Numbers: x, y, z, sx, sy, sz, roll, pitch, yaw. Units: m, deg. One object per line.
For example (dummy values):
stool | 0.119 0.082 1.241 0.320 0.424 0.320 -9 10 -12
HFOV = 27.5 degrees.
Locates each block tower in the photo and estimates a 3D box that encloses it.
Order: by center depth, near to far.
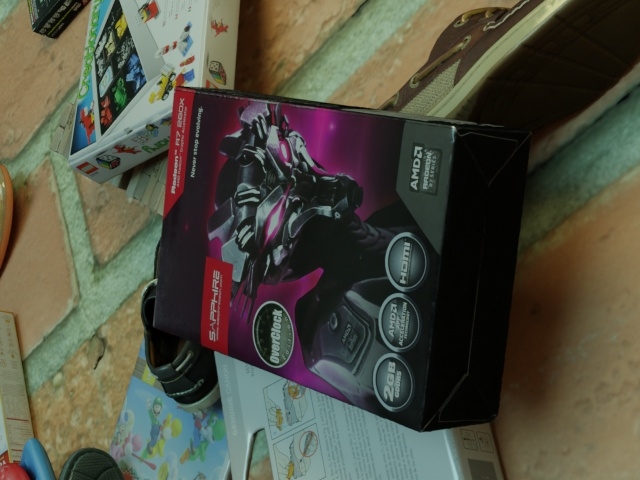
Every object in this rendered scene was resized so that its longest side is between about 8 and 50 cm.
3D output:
block tower | -0.174 -0.087 1.434 0.335 0.097 0.091 27 99 47

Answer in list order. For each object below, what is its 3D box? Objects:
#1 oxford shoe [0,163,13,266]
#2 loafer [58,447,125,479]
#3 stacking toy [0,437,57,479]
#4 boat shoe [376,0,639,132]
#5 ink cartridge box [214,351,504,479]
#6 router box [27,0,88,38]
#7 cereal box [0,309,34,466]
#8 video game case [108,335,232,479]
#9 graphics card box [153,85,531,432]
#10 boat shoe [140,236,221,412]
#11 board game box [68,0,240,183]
oxford shoe | -0.530 0.039 1.750 0.363 0.133 0.130 -53 46 22
loafer | -0.242 0.351 1.344 0.084 0.096 0.267 -35 57 43
stacking toy | -0.430 0.334 1.416 0.165 0.302 0.175 62 143 40
boat shoe | 0.140 -0.147 1.099 0.342 0.123 0.123 -45 51 37
ink cartridge box | 0.029 0.180 1.155 0.261 0.066 0.296 -33 55 37
router box | -0.352 -0.344 1.745 0.092 0.038 0.122 -38 53 33
cereal box | -0.430 0.230 1.649 0.173 0.047 0.240 -40 52 33
video game case | -0.159 0.245 1.371 0.204 0.025 0.285 19 93 48
graphics card box | 0.000 0.000 1.096 0.371 0.094 0.232 15 101 48
boat shoe | -0.145 0.065 1.350 0.084 0.079 0.233 -33 41 21
board game box | -0.172 -0.227 1.400 0.193 0.053 0.305 -22 51 34
